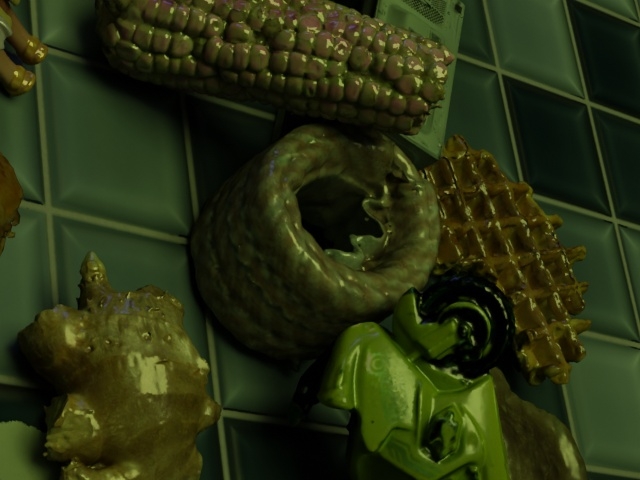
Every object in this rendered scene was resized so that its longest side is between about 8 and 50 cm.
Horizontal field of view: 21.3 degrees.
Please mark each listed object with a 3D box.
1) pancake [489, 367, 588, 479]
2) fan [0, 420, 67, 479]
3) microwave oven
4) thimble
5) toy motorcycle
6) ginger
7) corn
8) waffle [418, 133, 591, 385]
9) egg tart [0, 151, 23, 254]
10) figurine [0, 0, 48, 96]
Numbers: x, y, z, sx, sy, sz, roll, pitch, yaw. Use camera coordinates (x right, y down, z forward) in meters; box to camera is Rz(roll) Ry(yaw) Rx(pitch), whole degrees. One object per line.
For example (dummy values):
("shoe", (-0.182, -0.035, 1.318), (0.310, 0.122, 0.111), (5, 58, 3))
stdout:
("pancake", (0.196, 0.230, 1.734), (0.236, 0.042, 0.222), (52, 37, -10))
("fan", (-0.291, 0.246, 1.253), (0.414, 0.012, 0.233), (3, 63, -47))
("microwave oven", (0.047, -0.168, 1.738), (0.122, 0.162, 0.208), (31, 52, -28))
("thimble", (-0.005, -0.002, 1.596), (0.196, 0.148, 0.229), (46, 40, -12))
("toy motorcycle", (0.084, 0.206, 1.511), (0.142, 0.206, 0.342), (-26, 109, -71))
("ginger", (-0.166, 0.112, 1.396), (0.157, 0.102, 0.216), (-9, 75, -23))
("corn", (-0.044, -0.183, 1.575), (0.335, 0.127, 0.127), (13, 49, 5))
("waffle", (0.171, 0.012, 1.826), (0.293, 0.069, 0.260), (35, 43, -22))
("egg tart", (-0.374, -0.050, 1.278), (0.297, 0.132, 0.297), (28, 35, -22))
("figurine", (-0.317, -0.221, 1.435), (0.240, 0.116, 0.175), (38, 46, -31))
